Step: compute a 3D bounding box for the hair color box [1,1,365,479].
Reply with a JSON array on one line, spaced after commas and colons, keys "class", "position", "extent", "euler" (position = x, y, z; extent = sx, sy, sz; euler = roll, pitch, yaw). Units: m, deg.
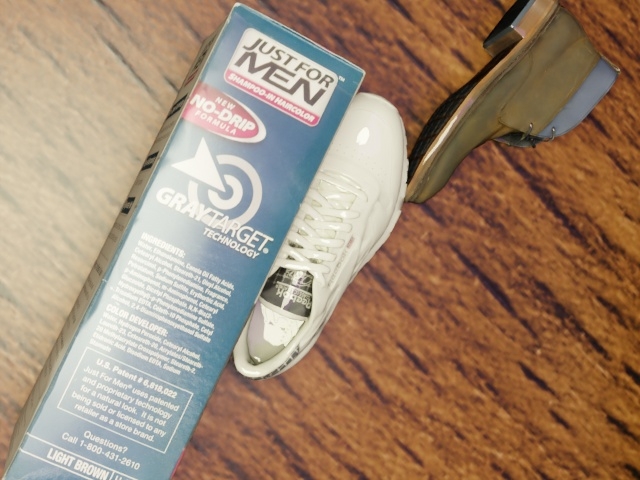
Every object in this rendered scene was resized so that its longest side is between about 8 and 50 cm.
[{"class": "hair color box", "position": [-0.103, 0.017, 0.773], "extent": [0.105, 0.174, 0.347], "euler": [26, 86, -13]}]

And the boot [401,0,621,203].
[{"class": "boot", "position": [0.157, -0.098, 0.878], "extent": [0.106, 0.082, 0.219], "euler": [37, 82, -9]}]

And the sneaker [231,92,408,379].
[{"class": "sneaker", "position": [0.000, 0.000, 0.811], "extent": [0.090, 0.095, 0.235], "euler": [24, 98, 7]}]
